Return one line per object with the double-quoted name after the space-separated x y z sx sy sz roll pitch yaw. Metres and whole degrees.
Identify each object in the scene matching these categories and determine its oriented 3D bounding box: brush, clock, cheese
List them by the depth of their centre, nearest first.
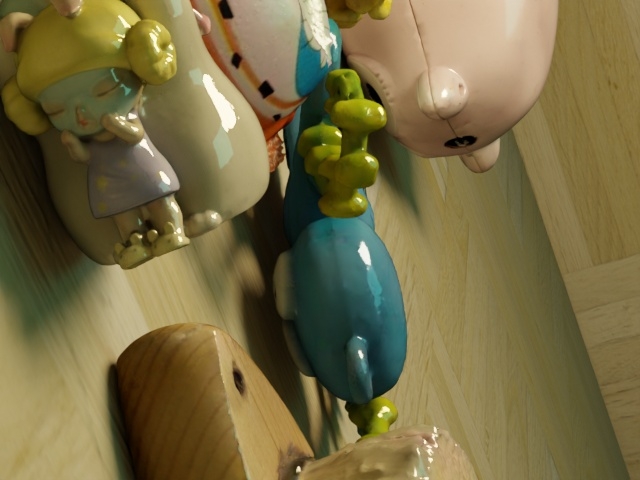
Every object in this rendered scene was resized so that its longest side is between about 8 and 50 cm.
-0.002 0.153 0.944 0.174 0.166 0.266 -78 147 -63 "brush"
-0.087 -0.202 1.097 0.217 0.129 0.329 -43 116 -76 "cheese"
0.143 -0.290 1.866 0.368 0.250 0.376 38 37 -67 "clock"

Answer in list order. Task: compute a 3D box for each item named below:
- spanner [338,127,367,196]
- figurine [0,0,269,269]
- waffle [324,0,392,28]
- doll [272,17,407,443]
0.011 -0.118 1.371 0.046 0.012 0.208 138 -64 -76 "spanner"
-0.124 -0.110 0.875 0.235 0.127 0.155 66 24 -9 "figurine"
0.016 -0.341 1.543 0.309 0.065 0.283 -47 -124 57 "waffle"
0.000 0.000 1.267 0.341 0.099 0.346 -110 -168 -53 "doll"
